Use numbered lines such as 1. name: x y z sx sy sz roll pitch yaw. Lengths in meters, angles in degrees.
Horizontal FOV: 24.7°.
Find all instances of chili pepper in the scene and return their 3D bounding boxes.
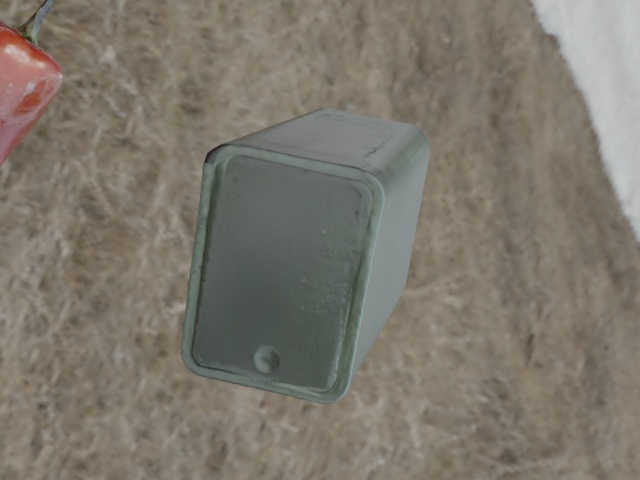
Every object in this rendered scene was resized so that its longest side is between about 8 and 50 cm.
1. chili pepper: -0.223 -0.113 1.009 0.084 0.086 0.192 35 83 -26

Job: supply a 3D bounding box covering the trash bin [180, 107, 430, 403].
1. trash bin: 0.000 0.000 1.072 0.240 0.122 0.164 -40 141 -72
